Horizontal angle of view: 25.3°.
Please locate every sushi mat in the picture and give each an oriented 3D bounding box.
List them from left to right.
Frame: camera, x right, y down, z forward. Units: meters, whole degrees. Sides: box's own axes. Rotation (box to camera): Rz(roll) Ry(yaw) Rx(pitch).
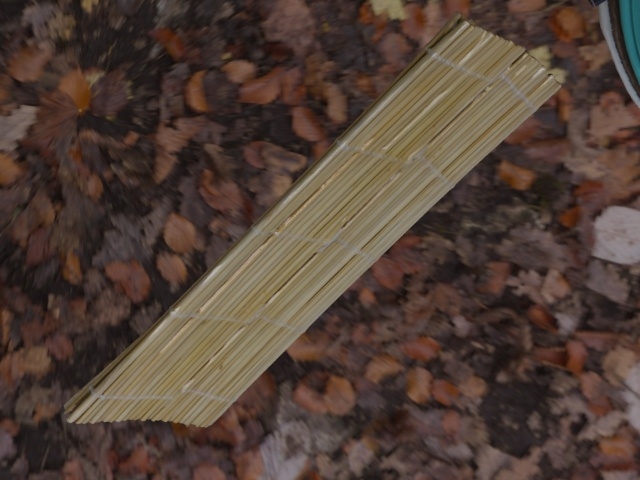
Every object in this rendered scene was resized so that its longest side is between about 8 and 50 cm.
[{"bbox_3d":[0.000,0.000,0.816,0.316,0.151,0.019,-45,64,14],"label":"sushi mat"}]

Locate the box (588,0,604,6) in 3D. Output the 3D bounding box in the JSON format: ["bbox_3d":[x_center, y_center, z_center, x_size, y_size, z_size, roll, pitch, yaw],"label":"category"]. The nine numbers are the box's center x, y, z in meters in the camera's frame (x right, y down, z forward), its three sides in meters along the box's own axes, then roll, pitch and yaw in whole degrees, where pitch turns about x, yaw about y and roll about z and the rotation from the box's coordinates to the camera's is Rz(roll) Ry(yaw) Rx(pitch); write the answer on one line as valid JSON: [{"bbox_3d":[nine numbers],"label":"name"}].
[{"bbox_3d":[0.176,-0.202,0.684,0.162,0.029,0.116,-28,118,12],"label":"box"}]

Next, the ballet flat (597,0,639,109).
[{"bbox_3d":[0.285,-0.094,0.877,0.139,0.139,0.400,-47,121,-3],"label":"ballet flat"}]
